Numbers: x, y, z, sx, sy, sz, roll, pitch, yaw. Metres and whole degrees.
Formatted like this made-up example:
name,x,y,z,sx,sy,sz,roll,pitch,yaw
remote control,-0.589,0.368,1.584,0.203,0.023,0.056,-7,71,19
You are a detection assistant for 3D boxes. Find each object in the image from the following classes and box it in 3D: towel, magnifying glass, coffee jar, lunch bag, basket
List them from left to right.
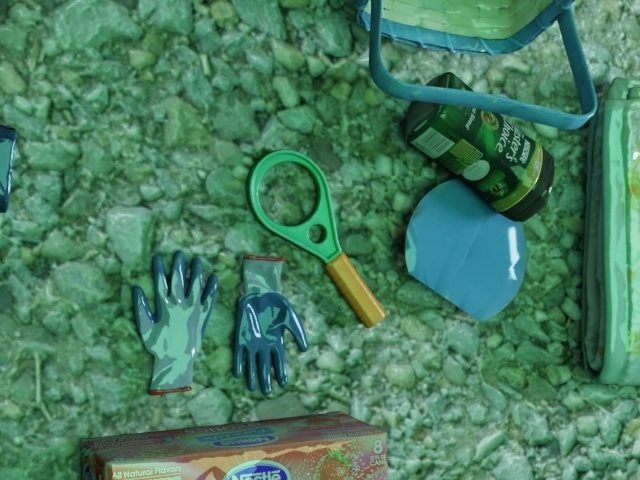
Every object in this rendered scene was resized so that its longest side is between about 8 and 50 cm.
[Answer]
name,x,y,z,sx,sy,sz,roll,pitch,yaw
lunch bag,-0.340,-0.077,1.166,0.065,0.067,0.098,6,88,-22
magnifying glass,0.000,0.000,1.326,0.092,0.026,0.231,-39,105,-16
basket,0.169,-0.261,1.274,0.255,0.201,0.288,10,56,-21
coffee jar,0.188,-0.105,1.359,0.184,0.079,0.096,36,41,-19
towel,0.485,-0.006,1.455,0.321,0.090,0.374,2,91,-10

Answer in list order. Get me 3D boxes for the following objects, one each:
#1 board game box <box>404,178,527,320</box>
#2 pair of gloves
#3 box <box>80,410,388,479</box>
name,x,y,z,sx,sy,sz,roll,pitch,yaw
board game box,0.165,0.010,1.388,0.169,0.033,0.133,34,73,-21
pair of gloves,-0.107,0.091,1.288,0.198,0.023,0.159,0,93,-21
box,-0.089,0.274,1.234,0.300,0.142,0.154,-2,91,-21
